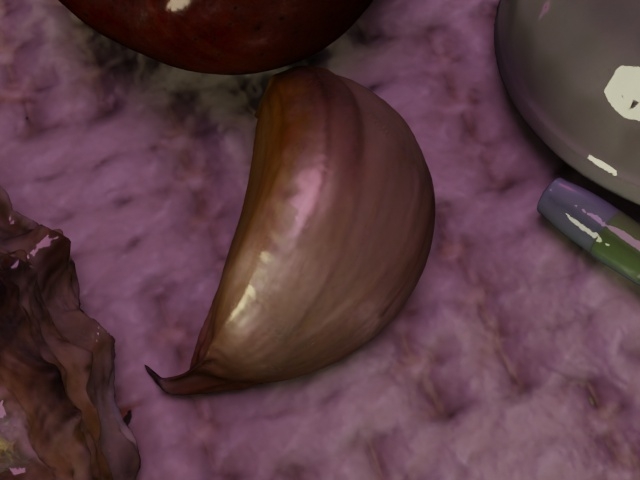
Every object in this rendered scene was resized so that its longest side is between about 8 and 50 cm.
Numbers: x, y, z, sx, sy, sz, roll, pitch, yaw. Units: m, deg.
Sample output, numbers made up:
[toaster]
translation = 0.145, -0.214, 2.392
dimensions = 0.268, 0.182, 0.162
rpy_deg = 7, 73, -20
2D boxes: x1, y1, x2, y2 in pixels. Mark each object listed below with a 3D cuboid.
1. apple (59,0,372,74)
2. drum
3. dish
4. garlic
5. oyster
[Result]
[apple]
translation = -0.052, -0.206, 0.820
dimensions = 0.234, 0.234, 0.234
rpy_deg = 0, 63, -1
[drum]
translation = 0.224, 0.060, 0.781
dimensions = 0.253, 0.049, 0.130
rpy_deg = 21, 64, 13
[dish]
translation = 0.248, -0.149, 0.829
dimensions = 0.303, 0.120, 0.303
rpy_deg = -1, 55, 1
[garlic]
translation = -0.003, -0.005, 0.775
dimensions = 0.128, 0.115, 0.206
rpy_deg = 22, 67, 3
[oyster]
translation = -0.221, 0.082, 0.724
dimensions = 0.238, 0.114, 0.351
rpy_deg = -19, 65, -10
